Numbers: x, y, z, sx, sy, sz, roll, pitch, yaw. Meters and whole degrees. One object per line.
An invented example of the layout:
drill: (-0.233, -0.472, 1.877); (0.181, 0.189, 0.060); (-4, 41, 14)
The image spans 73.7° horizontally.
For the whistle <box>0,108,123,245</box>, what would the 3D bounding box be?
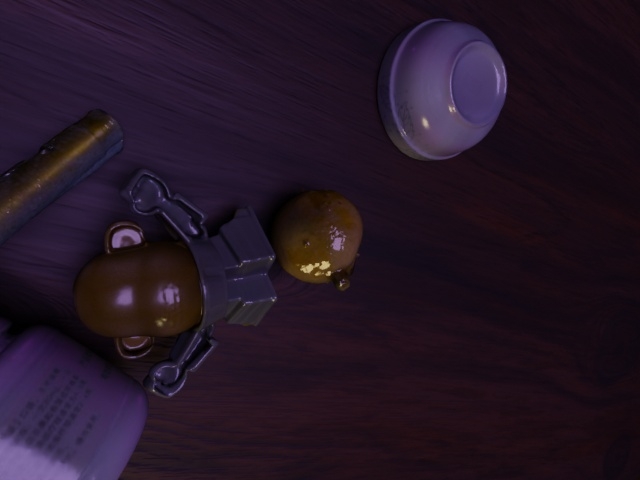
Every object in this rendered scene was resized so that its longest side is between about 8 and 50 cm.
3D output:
whistle: (-0.379, -0.058, 0.540); (0.068, 0.057, 0.326); (37, 52, -9)

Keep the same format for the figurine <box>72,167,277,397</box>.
figurine: (-0.222, 0.066, 0.664); (0.285, 0.167, 0.342); (-12, 85, -35)

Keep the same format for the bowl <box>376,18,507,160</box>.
bowl: (0.270, -0.310, 0.874); (0.287, 0.144, 0.286); (-5, 101, -28)

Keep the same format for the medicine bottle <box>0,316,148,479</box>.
medicine bottle: (-0.421, 0.220, 0.532); (0.325, 0.256, 0.256); (42, 79, -20)

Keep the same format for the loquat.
loquat: (0.000, 0.000, 0.768); (0.172, 0.204, 0.149); (-34, 158, 6)
